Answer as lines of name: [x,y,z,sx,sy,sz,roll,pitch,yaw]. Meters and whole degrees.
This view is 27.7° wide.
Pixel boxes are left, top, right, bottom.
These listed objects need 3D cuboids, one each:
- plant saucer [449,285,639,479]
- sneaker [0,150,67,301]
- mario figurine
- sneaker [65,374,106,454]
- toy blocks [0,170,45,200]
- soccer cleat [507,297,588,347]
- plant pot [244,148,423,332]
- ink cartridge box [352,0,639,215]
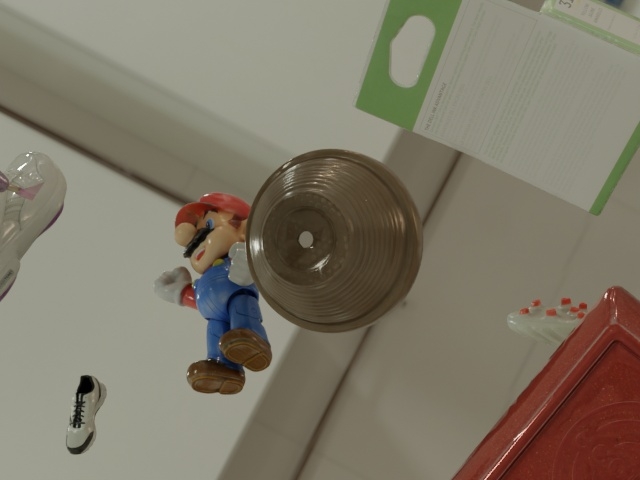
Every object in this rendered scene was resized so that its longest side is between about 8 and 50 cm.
plant saucer: [0.283,0.215,1.171,0.259,0.258,0.048,-52,-17,6]
sneaker: [-0.403,-0.039,1.559,0.114,0.152,0.305,-29,25,27]
mario figurine: [-0.162,0.054,1.848,0.170,0.198,0.320,64,-168,-46]
sneaker: [-0.304,0.219,1.646,0.044,0.040,0.109,70,-158,-51]
toy blocks: [-0.471,-0.029,1.357,0.288,0.260,0.309,-37,38,41]
soccer cleat: [0.282,0.105,1.319,0.068,0.196,0.076,-23,-66,-58]
plant pot: [0.000,0.000,1.623,0.237,0.237,0.110,-63,-21,10]
ink cartridge box: [0.160,-0.135,1.073,0.056,0.235,0.171,-59,-9,-42]
